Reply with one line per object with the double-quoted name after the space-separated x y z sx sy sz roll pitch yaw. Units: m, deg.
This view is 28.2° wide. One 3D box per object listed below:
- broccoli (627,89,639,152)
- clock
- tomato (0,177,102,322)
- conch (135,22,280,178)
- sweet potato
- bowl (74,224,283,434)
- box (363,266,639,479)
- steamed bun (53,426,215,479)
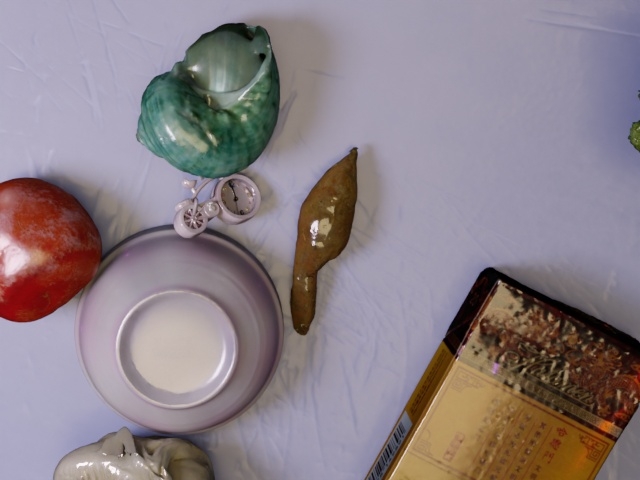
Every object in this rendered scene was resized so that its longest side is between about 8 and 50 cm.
0.546 -0.208 1.619 0.321 0.283 0.304 -6 103 -2 "broccoli"
-0.143 -0.052 1.690 0.129 0.041 0.087 -27 87 -32 "clock"
-0.382 0.012 1.651 0.187 0.151 0.187 3 100 16 "tomato"
-0.149 -0.169 1.655 0.202 0.134 0.196 -8 58 3 "conch"
-0.002 0.002 1.717 0.075 0.075 0.269 15 100 -6 "sweet potato"
-0.188 0.128 1.686 0.287 0.144 0.287 0 97 -4 "bowl"
0.248 0.273 1.751 0.264 0.116 0.415 27 95 -6 "box"
-0.229 0.333 1.715 0.218 0.144 0.211 -11 113 24 "steamed bun"
